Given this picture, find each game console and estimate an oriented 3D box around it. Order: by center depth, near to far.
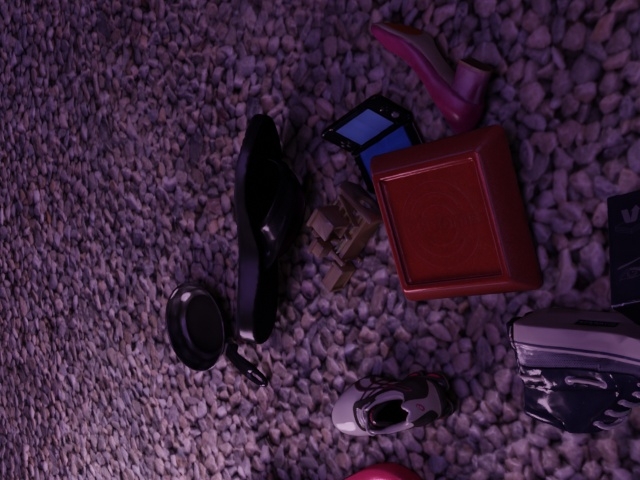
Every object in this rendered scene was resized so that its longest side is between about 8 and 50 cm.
[{"bbox_3d":[0.090,-0.160,1.329,0.144,0.124,0.085,-30,50,41],"label":"game console"}]

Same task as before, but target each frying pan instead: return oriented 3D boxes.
[{"bbox_3d":[-0.220,0.190,1.689,0.326,0.053,0.197,2,98,40],"label":"frying pan"}]

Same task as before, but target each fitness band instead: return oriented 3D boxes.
[{"bbox_3d":[0.104,0.527,1.449,0.291,0.054,0.209,-41,67,38],"label":"fitness band"}]

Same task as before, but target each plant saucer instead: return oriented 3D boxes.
[{"bbox_3d":[0.197,-0.029,1.250,0.258,0.047,0.259,-10,98,43],"label":"plant saucer"}]

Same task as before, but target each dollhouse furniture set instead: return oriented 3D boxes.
[{"bbox_3d":[0.000,0.000,1.381,0.101,0.160,0.182,49,125,26],"label":"dollhouse furniture set"}]

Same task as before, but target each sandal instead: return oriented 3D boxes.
[{"bbox_3d":[-0.085,-0.017,1.486,0.107,0.167,0.446,7,111,16],"label":"sandal"}]

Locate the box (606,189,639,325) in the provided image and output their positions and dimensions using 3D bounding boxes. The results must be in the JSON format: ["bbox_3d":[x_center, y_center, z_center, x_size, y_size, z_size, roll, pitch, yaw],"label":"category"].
[{"bbox_3d":[0.450,0.011,0.977,0.156,0.093,0.158,-17,56,43],"label":"box"}]

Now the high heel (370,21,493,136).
[{"bbox_3d":[0.162,-0.262,1.258,0.244,0.082,0.117,34,125,28],"label":"high heel"}]

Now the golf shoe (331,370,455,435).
[{"bbox_3d":[0.098,0.289,1.368,0.272,0.120,0.105,-27,80,43],"label":"golf shoe"}]

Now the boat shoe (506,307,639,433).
[{"bbox_3d":[0.417,0.187,1.070,0.340,0.127,0.158,3,105,50],"label":"boat shoe"}]
